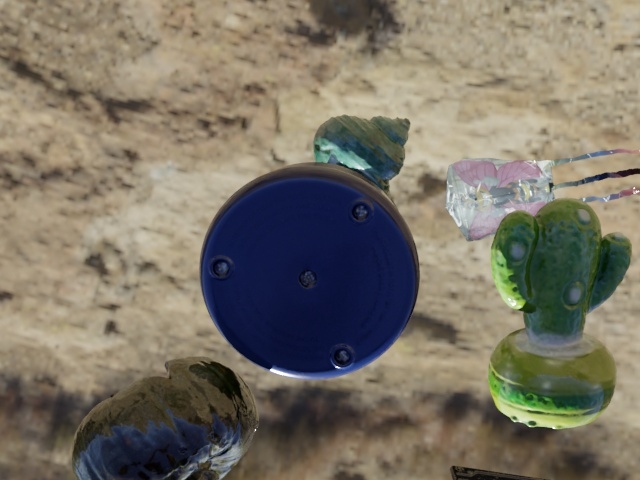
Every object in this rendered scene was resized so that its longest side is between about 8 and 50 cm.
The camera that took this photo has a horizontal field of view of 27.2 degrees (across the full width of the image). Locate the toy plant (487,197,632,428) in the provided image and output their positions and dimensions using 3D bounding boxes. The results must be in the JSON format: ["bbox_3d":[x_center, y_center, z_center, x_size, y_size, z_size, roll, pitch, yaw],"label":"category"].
[{"bbox_3d":[0.345,0.094,1.901,0.224,0.316,0.184,-7,-160,-21],"label":"toy plant"}]

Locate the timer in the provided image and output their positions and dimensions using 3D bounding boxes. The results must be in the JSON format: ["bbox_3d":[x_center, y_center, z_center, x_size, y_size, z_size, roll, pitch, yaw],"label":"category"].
[{"bbox_3d":[0.000,0.000,1.774,0.270,0.383,0.270,1,105,5],"label":"timer"}]

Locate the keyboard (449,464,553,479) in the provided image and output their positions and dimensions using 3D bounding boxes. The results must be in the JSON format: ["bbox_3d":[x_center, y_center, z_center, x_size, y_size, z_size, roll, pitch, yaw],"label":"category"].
[{"bbox_3d":[0.245,0.324,1.738,0.155,0.053,0.010,11,121,-15],"label":"keyboard"}]

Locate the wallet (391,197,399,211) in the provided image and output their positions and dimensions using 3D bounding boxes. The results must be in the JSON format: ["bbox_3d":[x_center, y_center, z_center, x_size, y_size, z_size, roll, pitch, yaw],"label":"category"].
[{"bbox_3d":[0.083,-0.108,2.368,0.018,0.082,0.157,-31,86,43],"label":"wallet"}]

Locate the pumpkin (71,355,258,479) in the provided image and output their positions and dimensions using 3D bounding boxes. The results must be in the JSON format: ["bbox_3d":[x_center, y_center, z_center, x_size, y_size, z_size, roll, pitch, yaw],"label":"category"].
[{"bbox_3d":[-0.183,0.246,1.610,0.238,0.159,0.238,-28,159,-12],"label":"pumpkin"}]

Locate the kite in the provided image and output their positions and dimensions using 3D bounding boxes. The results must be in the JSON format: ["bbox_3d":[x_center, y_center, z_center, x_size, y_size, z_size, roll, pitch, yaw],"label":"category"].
[{"bbox_3d":[0.400,-0.091,2.360,0.360,0.022,0.204,-8,135,11],"label":"kite"}]

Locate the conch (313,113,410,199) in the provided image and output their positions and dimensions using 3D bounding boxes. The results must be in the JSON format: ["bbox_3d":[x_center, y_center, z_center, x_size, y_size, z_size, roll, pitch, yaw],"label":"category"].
[{"bbox_3d":[0.069,-0.119,2.170,0.196,0.134,0.202,44,124,10],"label":"conch"}]
